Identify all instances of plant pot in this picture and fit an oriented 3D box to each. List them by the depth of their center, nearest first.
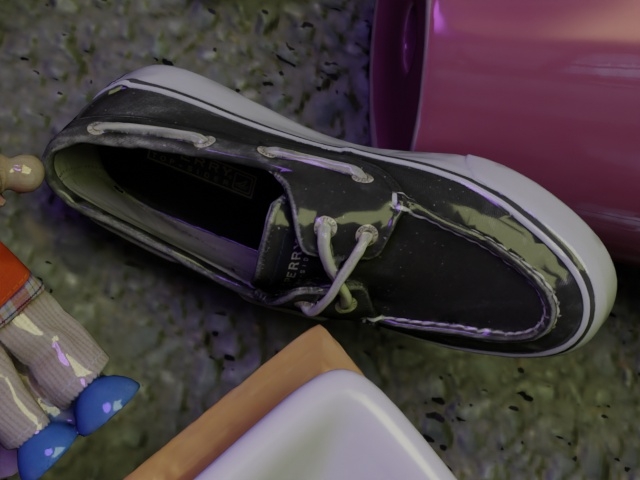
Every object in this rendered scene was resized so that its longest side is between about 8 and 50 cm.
[{"bbox_3d":[0.119,-0.075,0.687,0.180,0.201,0.201,2,71,-8],"label":"plant pot"}]

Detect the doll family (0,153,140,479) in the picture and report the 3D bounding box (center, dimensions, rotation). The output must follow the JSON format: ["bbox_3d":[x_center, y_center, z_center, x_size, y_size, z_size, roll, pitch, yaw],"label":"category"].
[{"bbox_3d":[-0.200,0.057,0.541,0.263,0.118,0.163,-42,99,-12],"label":"doll family"}]

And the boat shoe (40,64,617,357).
[{"bbox_3d":[0.000,0.000,0.618,0.219,0.077,0.070,19,30,14],"label":"boat shoe"}]

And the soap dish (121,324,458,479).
[{"bbox_3d":[0.003,0.209,0.562,0.229,0.118,0.291,-39,91,-31],"label":"soap dish"}]
